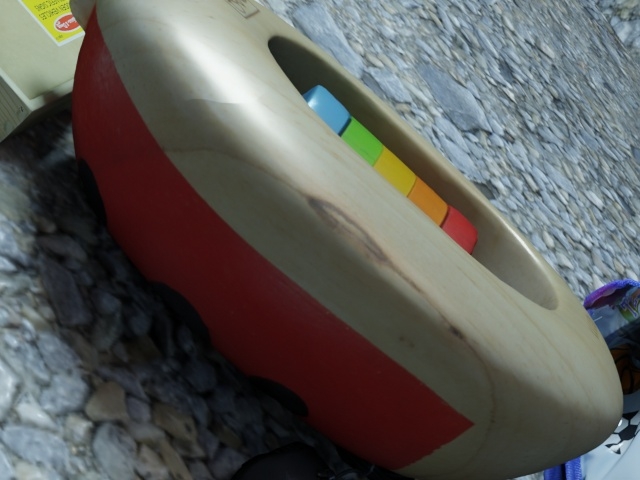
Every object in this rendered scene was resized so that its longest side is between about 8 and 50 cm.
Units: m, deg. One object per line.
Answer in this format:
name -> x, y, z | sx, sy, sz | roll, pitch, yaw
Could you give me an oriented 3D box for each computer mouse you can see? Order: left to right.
computer mouse -> 0.015, 0.153, 0.998 | 0.071, 0.041, 0.242 | 55, 24, 12

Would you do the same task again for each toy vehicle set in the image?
toy vehicle set -> -0.209, -0.172, 1.074 | 0.166, 0.035, 0.267 | 50, 24, -3

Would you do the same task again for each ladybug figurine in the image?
ladybug figurine -> 0.000, 0.000, 1.008 | 0.449, 0.162, 0.305 | 43, 15, -4

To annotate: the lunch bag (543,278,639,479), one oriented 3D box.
lunch bag -> 0.362, 0.239, 1.251 | 0.328, 0.239, 0.385 | 25, 42, -42
